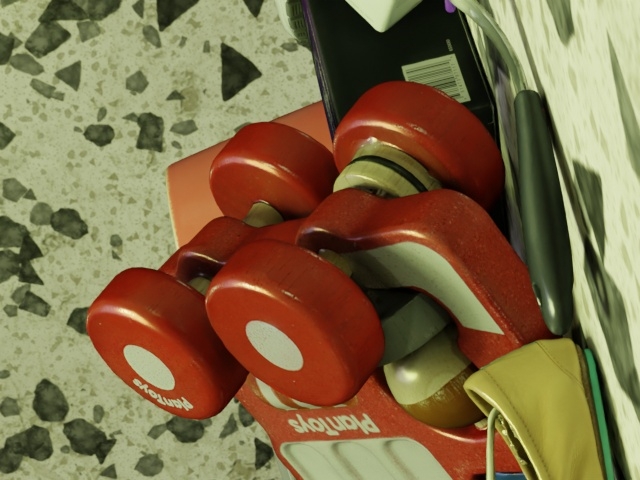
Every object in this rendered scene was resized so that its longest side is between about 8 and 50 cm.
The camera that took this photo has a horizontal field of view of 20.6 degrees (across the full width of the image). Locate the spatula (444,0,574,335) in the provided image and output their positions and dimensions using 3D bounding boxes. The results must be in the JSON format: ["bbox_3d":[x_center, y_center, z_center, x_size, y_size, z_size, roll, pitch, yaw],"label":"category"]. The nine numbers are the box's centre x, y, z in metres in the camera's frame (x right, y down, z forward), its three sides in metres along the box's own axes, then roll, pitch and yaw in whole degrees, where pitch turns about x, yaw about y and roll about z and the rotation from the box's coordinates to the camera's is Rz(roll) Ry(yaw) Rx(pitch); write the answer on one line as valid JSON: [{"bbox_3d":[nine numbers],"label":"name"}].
[{"bbox_3d":[0.088,-0.087,0.872,0.084,0.030,0.296,79,178,-61],"label":"spatula"}]

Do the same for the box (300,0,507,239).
[{"bbox_3d":[0.051,-0.102,1.209,0.184,0.103,0.261,73,-177,-47],"label":"box"}]

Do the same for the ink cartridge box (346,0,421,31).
[{"bbox_3d":[0.004,-0.241,1.022,0.189,0.066,0.232,45,159,7],"label":"ink cartridge box"}]

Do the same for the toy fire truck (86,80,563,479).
[{"bbox_3d":[0.031,0.064,1.035,0.302,0.169,0.254,-11,125,52],"label":"toy fire truck"}]

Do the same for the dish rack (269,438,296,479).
[{"bbox_3d":[0.032,0.167,2.065,0.072,0.285,0.333,26,149,29],"label":"dish rack"}]

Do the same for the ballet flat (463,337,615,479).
[{"bbox_3d":[0.123,0.164,0.865,0.080,0.073,0.232,82,175,-71],"label":"ballet flat"}]

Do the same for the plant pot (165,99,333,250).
[{"bbox_3d":[0.000,0.000,1.570,0.275,0.243,0.275,-12,-90,-90],"label":"plant pot"}]

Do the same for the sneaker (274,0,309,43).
[{"bbox_3d":[-0.023,-0.333,1.665,0.129,0.111,0.297,30,132,49],"label":"sneaker"}]
